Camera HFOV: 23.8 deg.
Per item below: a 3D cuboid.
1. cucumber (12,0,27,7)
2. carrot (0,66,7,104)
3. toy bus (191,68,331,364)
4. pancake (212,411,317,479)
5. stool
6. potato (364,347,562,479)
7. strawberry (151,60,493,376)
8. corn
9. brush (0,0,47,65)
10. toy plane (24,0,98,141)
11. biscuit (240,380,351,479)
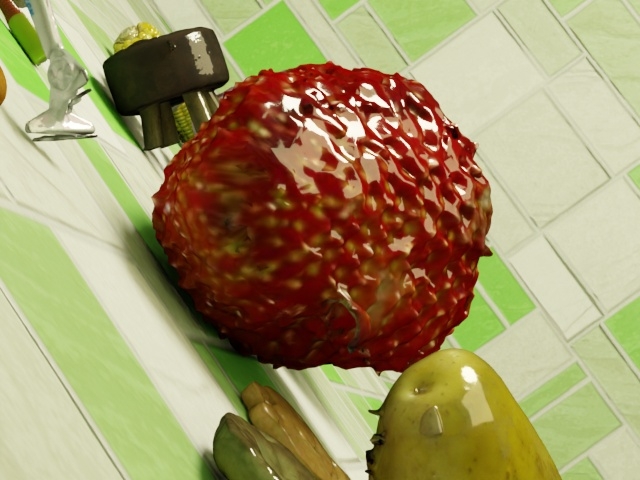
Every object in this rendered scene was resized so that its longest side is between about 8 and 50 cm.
[{"bbox_3d":[-0.281,-0.262,1.374,0.112,0.064,0.064,55,3,17],"label":"cucumber"},{"bbox_3d":[-0.248,-0.146,0.935,0.190,0.037,0.037,52,2,26],"label":"carrot"},{"bbox_3d":[-0.030,-0.036,1.611,0.162,0.171,0.386,62,0,-33],"label":"toy bus"},{"bbox_3d":[0.008,0.199,0.919,0.222,0.042,0.236,50,-1,17],"label":"pancake"},{"bbox_3d":[-0.166,-0.163,1.620,0.121,0.125,0.217,71,-17,-5],"label":"stool"},{"bbox_3d":[0.123,0.218,1.158,0.173,0.140,0.300,-84,153,-58],"label":"potato"},{"bbox_3d":[0.002,0.001,1.250,0.292,0.292,0.343,54,21,-2],"label":"strawberry"},{"bbox_3d":[-0.188,-0.189,1.928,0.203,0.072,0.072,54,3,-28],"label":"corn"},{"bbox_3d":[-0.259,-0.187,1.295,0.083,0.019,0.021,54,-7,0],"label":"brush"},{"bbox_3d":[-0.218,-0.213,1.061,0.182,0.107,0.273,13,58,-42],"label":"toy plane"},{"bbox_3d":[0.004,0.183,1.166,0.184,0.027,0.133,55,5,5],"label":"biscuit"}]
